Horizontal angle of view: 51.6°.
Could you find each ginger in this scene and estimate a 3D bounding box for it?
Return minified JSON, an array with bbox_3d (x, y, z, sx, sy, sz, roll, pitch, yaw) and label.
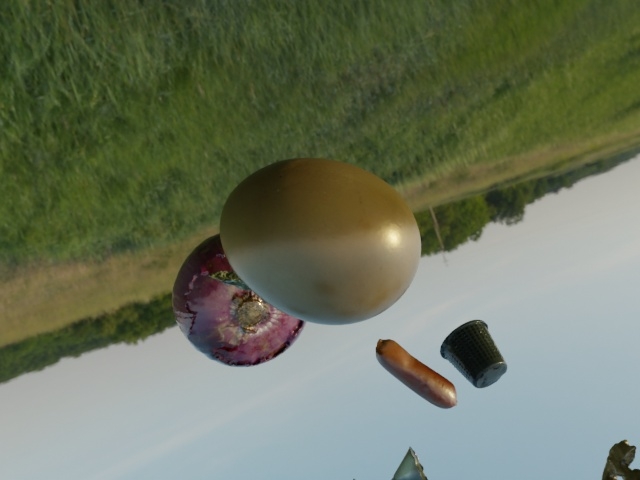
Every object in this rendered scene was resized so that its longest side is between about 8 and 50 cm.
[{"bbox_3d":[0.778,0.532,1.533,0.258,0.150,0.065,-20,153,34],"label":"ginger"}]

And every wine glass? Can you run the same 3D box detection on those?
[{"bbox_3d":[0.234,0.806,2.209,0.232,0.156,0.156,-27,178,4],"label":"wine glass"}]

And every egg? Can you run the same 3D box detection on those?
[{"bbox_3d":[0.000,0.000,1.221,0.373,0.301,0.301,17,175,-4],"label":"egg"}]

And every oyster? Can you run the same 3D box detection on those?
[{"bbox_3d":[-0.202,0.085,1.499,0.100,0.037,0.098,19,174,-10],"label":"oyster"}]

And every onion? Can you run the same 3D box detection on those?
[{"bbox_3d":[-0.194,0.141,1.726,0.358,0.359,0.345,-20,-171,11],"label":"onion"}]

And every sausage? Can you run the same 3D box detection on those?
[{"bbox_3d":[0.278,0.398,1.957,0.083,0.300,0.089,-50,-174,46],"label":"sausage"}]

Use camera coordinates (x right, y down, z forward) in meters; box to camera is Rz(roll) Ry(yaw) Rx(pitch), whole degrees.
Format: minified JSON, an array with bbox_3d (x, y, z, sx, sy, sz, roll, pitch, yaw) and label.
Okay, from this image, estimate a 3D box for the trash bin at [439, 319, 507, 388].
[{"bbox_3d":[0.479,0.361,2.032,0.175,0.161,0.176,-16,137,-16],"label":"trash bin"}]
